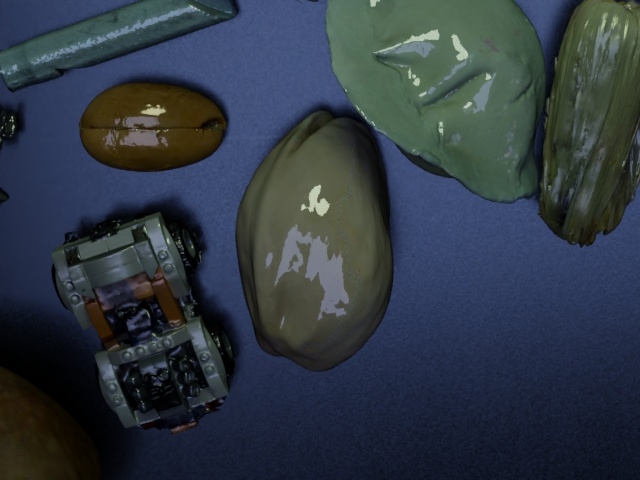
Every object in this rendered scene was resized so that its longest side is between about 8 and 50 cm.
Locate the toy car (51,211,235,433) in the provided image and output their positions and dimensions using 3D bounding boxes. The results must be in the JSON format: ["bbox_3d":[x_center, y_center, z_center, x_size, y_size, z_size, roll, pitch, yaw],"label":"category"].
[{"bbox_3d":[-0.226,0.112,1.852,0.193,0.118,0.301,-18,103,5],"label":"toy car"}]

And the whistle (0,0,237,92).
[{"bbox_3d":[-0.260,-0.263,1.789,0.312,0.062,0.062,-18,102,8],"label":"whistle"}]

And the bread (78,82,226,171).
[{"bbox_3d":[-0.213,-0.145,1.792,0.189,0.077,0.114,-2,84,-6],"label":"bread"}]

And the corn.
[{"bbox_3d":[0.340,-0.148,1.737,0.122,0.123,0.305,14,112,22],"label":"corn"}]

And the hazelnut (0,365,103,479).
[{"bbox_3d":[-0.457,0.336,1.816,0.366,0.366,0.365,1,104,4],"label":"hazelnut"}]

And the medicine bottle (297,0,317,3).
[{"bbox_3d":[-0.086,-0.372,1.709,0.215,0.135,0.135,20,104,-11],"label":"medicine bottle"}]

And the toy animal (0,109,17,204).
[{"bbox_3d":[-0.504,-0.105,1.845,0.233,0.084,0.148,-12,91,8],"label":"toy animal"}]

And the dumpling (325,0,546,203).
[{"bbox_3d":[0.143,-0.186,1.716,0.321,0.212,0.270,28,69,13],"label":"dumpling"}]

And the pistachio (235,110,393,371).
[{"bbox_3d":[0.000,0.000,1.771,0.226,0.208,0.331,1,89,-40],"label":"pistachio"}]
